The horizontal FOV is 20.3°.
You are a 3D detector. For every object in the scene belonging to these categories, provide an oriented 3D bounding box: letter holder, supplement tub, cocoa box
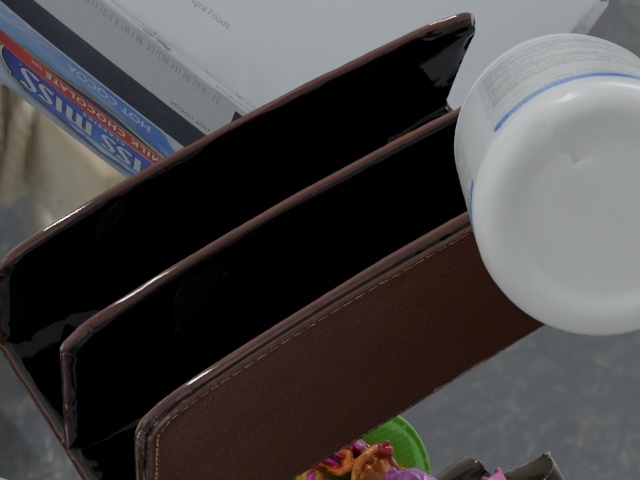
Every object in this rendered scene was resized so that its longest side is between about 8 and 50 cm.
[{"bbox_3d":[0.000,0.000,0.909,0.302,0.214,0.152,-29,70,-19],"label":"letter holder"},{"bbox_3d":[0.075,-0.020,0.514,0.071,0.071,0.107,11,15,-1],"label":"supplement tub"},{"bbox_3d":[-0.032,-0.143,1.213,0.347,0.228,0.231,37,67,4],"label":"cocoa box"}]

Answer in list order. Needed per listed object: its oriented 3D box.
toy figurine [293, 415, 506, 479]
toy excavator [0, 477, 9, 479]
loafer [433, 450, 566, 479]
[{"bbox_3d":[0.064,0.185,1.326,0.159,0.173,0.130,1,60,55],"label":"toy figurine"},{"bbox_3d":[-0.047,0.242,1.134,0.445,0.222,0.433,19,-4,30],"label":"toy excavator"},{"bbox_3d":[0.135,0.248,1.725,0.220,0.080,0.078,-7,76,-11],"label":"loafer"}]
